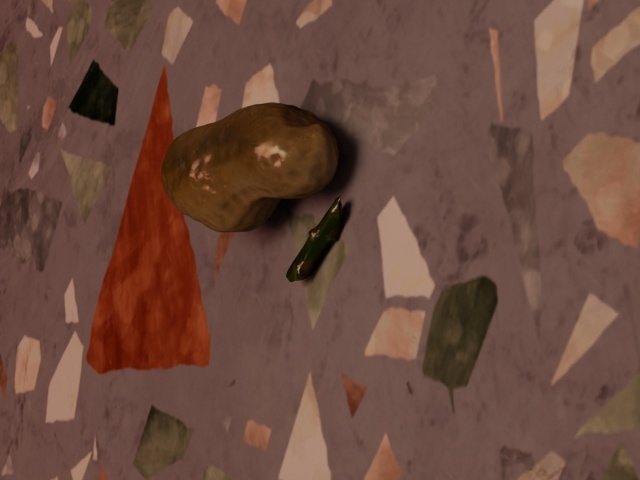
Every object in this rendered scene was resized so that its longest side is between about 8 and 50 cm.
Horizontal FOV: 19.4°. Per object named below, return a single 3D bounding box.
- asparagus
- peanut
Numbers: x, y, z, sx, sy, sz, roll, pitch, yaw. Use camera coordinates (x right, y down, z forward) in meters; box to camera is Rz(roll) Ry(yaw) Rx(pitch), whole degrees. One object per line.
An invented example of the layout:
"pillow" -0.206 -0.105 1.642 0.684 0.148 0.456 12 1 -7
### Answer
"asparagus" -0.001 -0.001 1.819 0.108 0.021 0.025 -58 44 30
"peanut" -0.067 -0.072 1.866 0.236 0.110 0.120 -8 54 49
